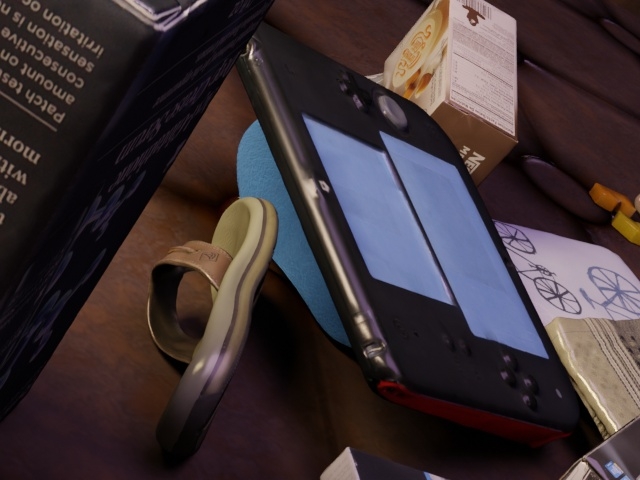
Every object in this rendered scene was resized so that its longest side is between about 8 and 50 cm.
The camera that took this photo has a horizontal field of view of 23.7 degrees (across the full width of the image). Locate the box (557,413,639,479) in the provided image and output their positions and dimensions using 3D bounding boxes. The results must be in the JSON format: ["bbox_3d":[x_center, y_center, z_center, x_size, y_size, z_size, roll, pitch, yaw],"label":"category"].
[{"bbox_3d":[0.355,0.277,1.273,0.307,0.076,0.242,49,35,17],"label":"box"}]

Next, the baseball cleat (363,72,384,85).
[{"bbox_3d":[0.027,-0.184,1.800,0.109,0.072,0.206,39,23,11],"label":"baseball cleat"}]

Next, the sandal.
[{"bbox_3d":[-0.093,0.046,1.164,0.086,0.120,0.303,18,25,-2],"label":"sandal"}]

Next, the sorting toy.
[{"bbox_3d":[0.524,0.011,2.113,0.307,0.041,0.229,22,27,-27],"label":"sorting toy"}]

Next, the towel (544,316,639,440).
[{"bbox_3d":[0.385,0.208,1.497,0.312,0.056,0.324,2,48,-39],"label":"towel"}]

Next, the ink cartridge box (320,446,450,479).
[{"bbox_3d":[0.113,0.258,1.110,0.206,0.045,0.208,22,28,-27],"label":"ink cartridge box"}]

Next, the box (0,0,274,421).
[{"bbox_3d":[-0.215,-0.048,0.821,0.212,0.395,0.293,35,24,-1],"label":"box"}]

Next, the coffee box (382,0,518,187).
[{"bbox_3d":[0.140,-0.156,1.691,0.098,0.141,0.246,28,38,-16],"label":"coffee box"}]

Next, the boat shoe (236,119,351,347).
[{"bbox_3d":[0.000,0.000,1.411,0.089,0.109,0.258,14,46,-52],"label":"boat shoe"}]

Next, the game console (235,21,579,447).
[{"bbox_3d":[0.082,-0.003,1.366,0.342,0.060,0.386,26,35,-54],"label":"game console"}]

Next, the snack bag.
[{"bbox_3d":[0.275,0.085,1.659,0.342,0.037,0.323,14,30,-33],"label":"snack bag"}]
